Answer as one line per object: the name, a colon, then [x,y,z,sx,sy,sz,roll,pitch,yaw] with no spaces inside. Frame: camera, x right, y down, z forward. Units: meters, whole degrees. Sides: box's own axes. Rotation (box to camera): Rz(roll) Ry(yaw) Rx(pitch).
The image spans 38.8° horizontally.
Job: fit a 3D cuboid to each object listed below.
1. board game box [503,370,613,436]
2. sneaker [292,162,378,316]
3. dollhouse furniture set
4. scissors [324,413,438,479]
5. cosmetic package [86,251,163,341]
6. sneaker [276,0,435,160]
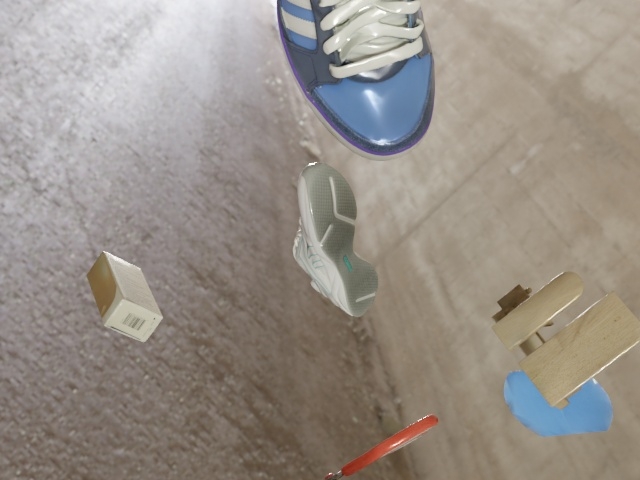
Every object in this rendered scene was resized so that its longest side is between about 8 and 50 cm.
board game box: [0.370,0.240,1.414,0.133,0.169,0.033,59,41,-17]
sneaker: [0.000,0.000,0.746,0.061,0.054,0.152,19,-39,36]
dollhouse furniture set: [0.279,0.099,1.012,0.144,0.123,0.151,56,13,29]
scissors: [0.028,0.314,1.235,0.021,0.297,0.109,62,-7,14]
cosmetic package: [-0.235,0.066,1.084,0.060,0.041,0.115,31,12,-34]
sneaker: [0.027,-0.222,0.725,0.236,0.130,0.322,-150,-137,-84]
